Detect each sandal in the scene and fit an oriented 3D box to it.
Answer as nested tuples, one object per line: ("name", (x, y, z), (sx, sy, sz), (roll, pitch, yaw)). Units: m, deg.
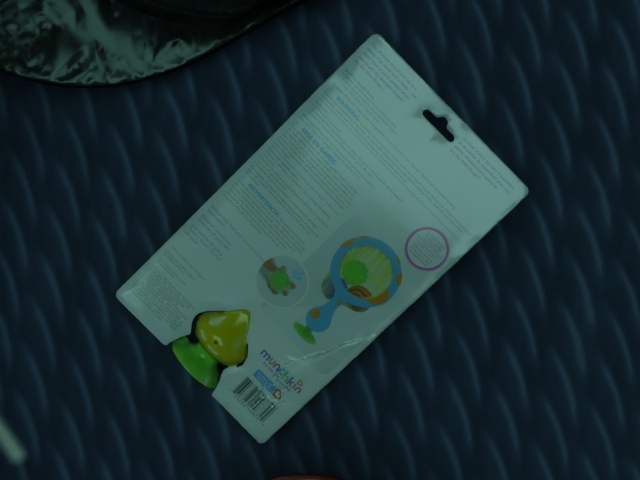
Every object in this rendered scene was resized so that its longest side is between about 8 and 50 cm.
("sandal", (-0.025, -0.217, 0.927), (0.445, 0.107, 0.168), (-16, 88, 5))

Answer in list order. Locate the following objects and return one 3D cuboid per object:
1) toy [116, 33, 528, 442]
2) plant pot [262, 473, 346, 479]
("toy", (0.000, 0.000, 0.951), (0.237, 0.056, 0.137), (-44, 90, 8))
("plant pot", (-0.010, 0.234, 0.891), (0.191, 0.174, 0.191), (0, 89, 6))
